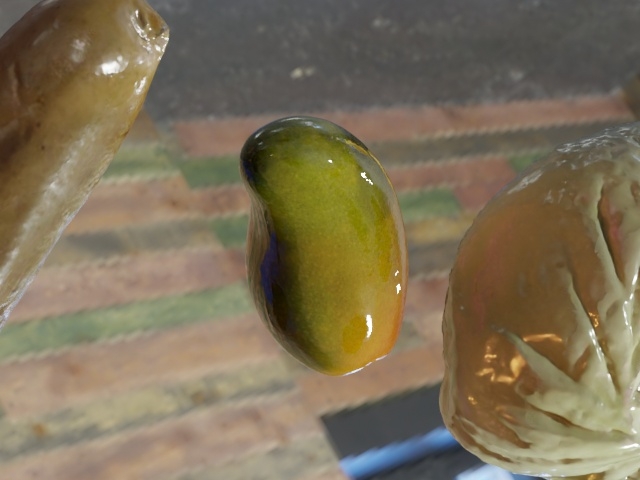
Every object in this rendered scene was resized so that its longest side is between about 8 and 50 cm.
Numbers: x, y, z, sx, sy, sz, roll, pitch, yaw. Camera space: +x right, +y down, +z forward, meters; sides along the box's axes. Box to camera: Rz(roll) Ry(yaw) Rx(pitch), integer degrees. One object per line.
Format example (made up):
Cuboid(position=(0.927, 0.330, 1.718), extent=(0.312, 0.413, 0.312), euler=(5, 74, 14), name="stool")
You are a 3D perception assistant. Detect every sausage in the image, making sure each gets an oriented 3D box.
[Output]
Cuboid(position=(-0.270, 0.035, 1.150), extent=(0.501, 0.136, 0.123), euler=(-61, -172, 7), name="sausage")

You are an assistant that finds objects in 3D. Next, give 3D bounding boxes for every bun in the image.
Cuboid(position=(0.190, 0.054, 0.973), extent=(0.243, 0.153, 0.244), euler=(-19, 134, -22), name="bun")

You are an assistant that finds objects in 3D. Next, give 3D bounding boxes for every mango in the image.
Cuboid(position=(0.006, 0.000, 1.439), extent=(0.146, 0.129, 0.289), euler=(-6, 136, -3), name="mango")
